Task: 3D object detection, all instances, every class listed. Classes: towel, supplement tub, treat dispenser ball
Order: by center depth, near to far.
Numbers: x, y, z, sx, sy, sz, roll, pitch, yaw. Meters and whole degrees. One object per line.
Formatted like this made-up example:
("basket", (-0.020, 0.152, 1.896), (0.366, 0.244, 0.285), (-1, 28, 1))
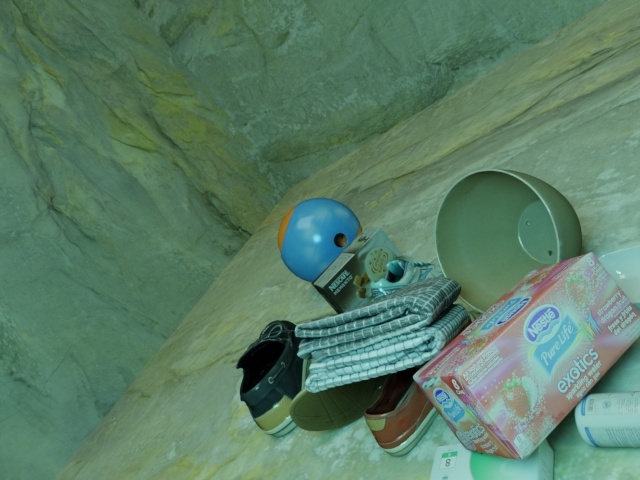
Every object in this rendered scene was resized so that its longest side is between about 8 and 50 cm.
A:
("supplement tub", (0.401, 0.235, 0.707), (0.107, 0.071, 0.071), (-21, 26, 47))
("towel", (0.114, 0.161, 1.005), (0.284, 0.121, 0.235), (-21, -2, 25))
("treat dispenser ball", (0.000, 0.000, 1.802), (0.288, 0.288, 0.288), (-37, 17, 13))

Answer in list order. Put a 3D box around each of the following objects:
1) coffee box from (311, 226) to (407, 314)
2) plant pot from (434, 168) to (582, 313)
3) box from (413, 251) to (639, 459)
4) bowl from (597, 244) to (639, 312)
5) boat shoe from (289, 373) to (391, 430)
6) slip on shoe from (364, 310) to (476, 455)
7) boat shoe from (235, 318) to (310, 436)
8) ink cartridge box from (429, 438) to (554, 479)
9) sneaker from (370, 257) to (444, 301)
("coffee box", (0.113, 0.093, 1.576), (0.246, 0.141, 0.098), (-44, 17, -13))
("plant pot", (0.395, -0.005, 1.069), (0.191, 0.284, 0.284), (-9, -3, -34))
("box", (0.310, 0.166, 0.805), (0.300, 0.142, 0.154), (-35, -3, -20))
("bowl", (0.523, 0.071, 0.887), (0.142, 0.053, 0.142), (-22, 25, 49))
("boat shoe", (0.085, 0.296, 1.185), (0.341, 0.121, 0.110), (-30, 12, -1))
("slip on shoe", (0.202, 0.253, 1.046), (0.331, 0.101, 0.123), (-47, 16, -24))
("boat shoe", (-0.134, 0.331, 1.493), (0.187, 0.156, 0.500), (-40, 15, 9))
("ink cartridge box", (0.226, 0.384, 0.748), (0.181, 0.056, 0.224), (-28, 19, 38))
("sneaker", (0.227, 0.086, 1.302), (0.283, 0.122, 0.110), (-31, 3, -42))
